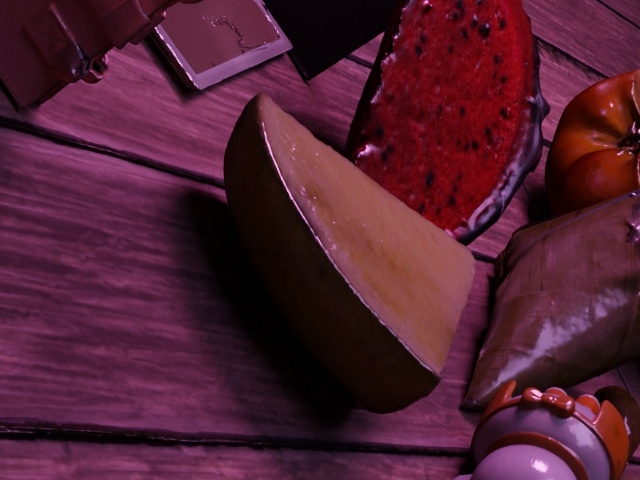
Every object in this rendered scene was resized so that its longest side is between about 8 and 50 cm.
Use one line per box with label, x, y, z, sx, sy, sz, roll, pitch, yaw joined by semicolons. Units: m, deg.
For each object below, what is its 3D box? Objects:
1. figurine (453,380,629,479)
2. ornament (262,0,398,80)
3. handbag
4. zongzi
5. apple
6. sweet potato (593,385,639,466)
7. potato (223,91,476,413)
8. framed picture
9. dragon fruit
figurine;0.190;0.202;1.437;0.143;0.143;0.271;58;22;5
ornament;0.032;-0.272;1.769;0.153;0.166;0.196;59;9;5
handbag;-0.168;-0.210;1.181;0.157;0.212;0.059;56;18;0
zongzi;0.308;0.052;1.643;0.160;0.323;0.360;62;26;-7
apple;0.443;-0.045;2.068;0.365;0.295;0.329;34;2;-38
sweet potato;0.318;0.210;1.762;0.068;0.068;0.226;51;24;-11
potato;0.000;0.000;1.368;0.255;0.112;0.269;48;21;-9
framed picture;-0.131;-0.248;1.548;0.216;0.016;0.273;55;23;-1
dragon fruit;0.116;-0.122;1.639;0.282;0.100;0.344;30;73;-41
